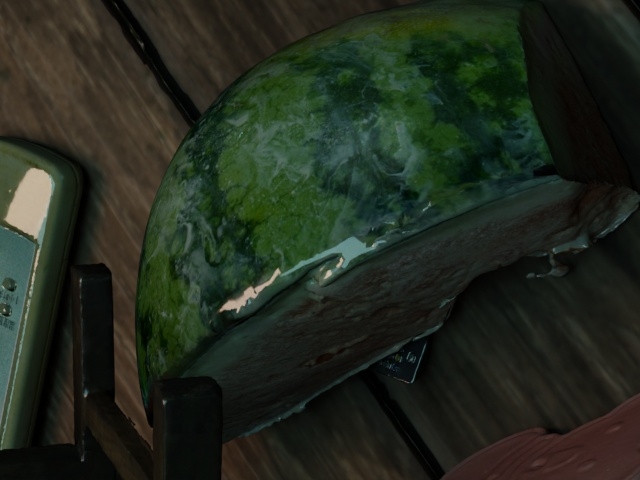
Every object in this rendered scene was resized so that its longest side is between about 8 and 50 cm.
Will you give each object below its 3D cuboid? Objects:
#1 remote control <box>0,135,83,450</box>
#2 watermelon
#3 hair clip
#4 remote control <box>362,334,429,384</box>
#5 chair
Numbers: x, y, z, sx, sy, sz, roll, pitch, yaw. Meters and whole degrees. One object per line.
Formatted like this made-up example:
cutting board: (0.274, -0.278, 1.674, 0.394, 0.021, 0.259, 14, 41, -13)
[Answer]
remote control: (-0.215, 0.049, 1.052, 0.098, 0.038, 0.233, 20, 103, 32)
watermelon: (0.000, 0.000, 0.844, 0.305, 0.224, 0.180, -33, 111, 26)
hair clip: (0.115, 0.118, 0.793, 0.138, 0.123, 0.102, 16, 121, 28)
remote control: (0.021, 0.053, 0.906, 0.091, 0.016, 0.034, 20, 90, 32)
chair: (-0.166, 0.243, 0.781, 0.240, 0.203, 0.416, -149, 57, -65)
